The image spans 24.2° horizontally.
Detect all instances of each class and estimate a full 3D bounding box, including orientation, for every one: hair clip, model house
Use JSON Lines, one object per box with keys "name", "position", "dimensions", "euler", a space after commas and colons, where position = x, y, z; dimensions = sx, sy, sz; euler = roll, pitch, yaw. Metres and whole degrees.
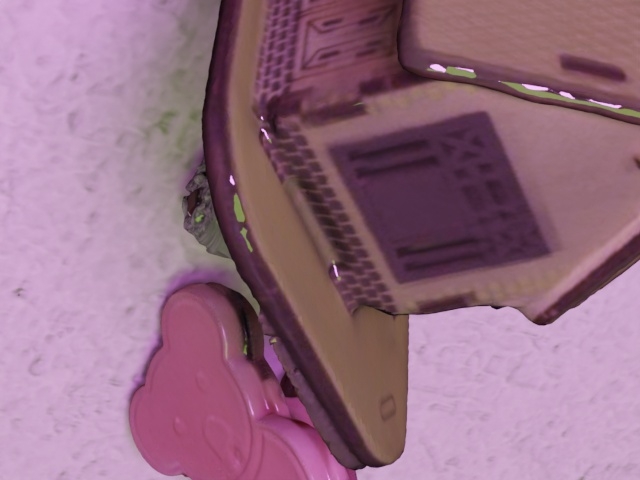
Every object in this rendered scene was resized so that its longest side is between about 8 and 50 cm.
{"name": "hair clip", "position": [-0.039, 0.106, 0.765], "dimensions": [0.102, 0.138, 0.123], "euler": [11, 133, -20]}
{"name": "model house", "position": [0.117, -0.054, 0.570], "dimensions": [0.279, 0.218, 0.205], "euler": [-10, 137, 18]}

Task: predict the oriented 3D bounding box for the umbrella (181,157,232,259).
{"name": "umbrella", "position": [0.000, 0.000, 0.735], "dimensions": [0.143, 0.067, 0.062], "euler": [17, 79, -30]}
